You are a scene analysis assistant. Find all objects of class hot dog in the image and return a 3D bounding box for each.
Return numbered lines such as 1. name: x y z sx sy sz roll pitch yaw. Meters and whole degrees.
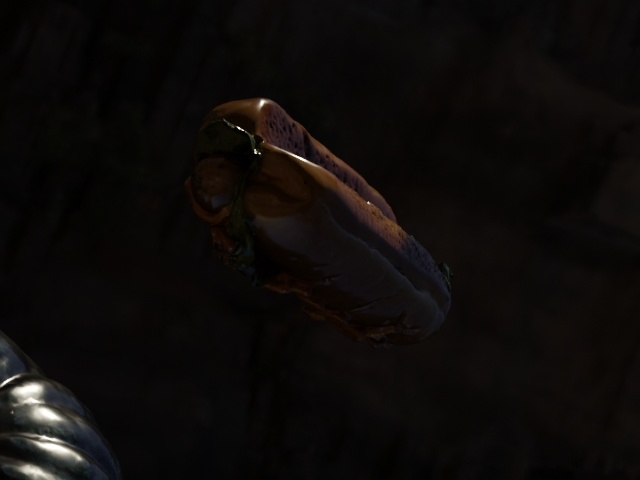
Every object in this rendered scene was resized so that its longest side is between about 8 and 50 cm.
1. hot dog: 0.000 0.000 0.637 0.055 0.188 0.072 -43 -119 5

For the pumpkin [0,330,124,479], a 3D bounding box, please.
1. pumpkin: -0.286 0.187 0.998 0.266 0.363 0.363 -53 -154 24
